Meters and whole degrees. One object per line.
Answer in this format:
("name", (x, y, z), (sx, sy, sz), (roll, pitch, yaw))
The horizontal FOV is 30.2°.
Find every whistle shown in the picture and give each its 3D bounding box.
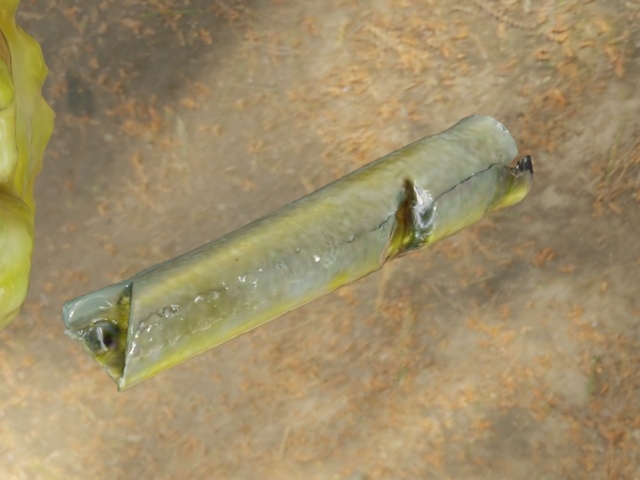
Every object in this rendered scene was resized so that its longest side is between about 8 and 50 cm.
("whistle", (0.000, 0.001, 0.706), (0.068, 0.326, 0.057), (39, 139, 35))

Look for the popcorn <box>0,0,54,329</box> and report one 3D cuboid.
("popcorn", (-0.206, -0.028, 0.459), (0.200, 0.226, 0.203), (-2, 78, -1))
